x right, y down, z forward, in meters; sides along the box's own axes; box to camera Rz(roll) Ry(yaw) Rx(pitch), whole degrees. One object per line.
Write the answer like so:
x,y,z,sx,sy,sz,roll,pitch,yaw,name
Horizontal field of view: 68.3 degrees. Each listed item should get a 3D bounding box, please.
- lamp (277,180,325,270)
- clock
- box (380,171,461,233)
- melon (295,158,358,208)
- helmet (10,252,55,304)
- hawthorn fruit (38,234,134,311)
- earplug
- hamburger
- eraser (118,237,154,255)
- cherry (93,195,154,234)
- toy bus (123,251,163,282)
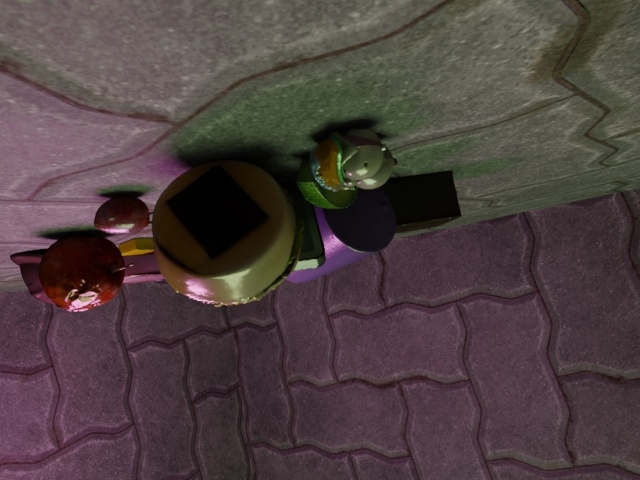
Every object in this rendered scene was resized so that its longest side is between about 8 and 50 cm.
-0.138,-0.031,1.088,0.267,0.269,0.047,-6,137,-8,lamp
0.065,-0.150,0.899,0.144,0.103,0.231,-13,175,18,clock
0.253,-0.102,1.410,0.273,0.143,0.184,-9,173,-8,box
0.016,-0.125,1.038,0.064,0.118,0.209,-6,171,30,melon
-0.924,0.139,1.717,0.271,0.197,0.338,-10,175,34,helmet
-0.689,0.092,1.436,0.272,0.241,0.242,-9,174,4,hawthorn fruit
0.000,0.000,1.348,0.215,0.215,0.456,-5,164,-31,earplug
-0.181,-0.013,0.927,0.302,0.302,0.170,-9,153,-3,hamburger
-0.654,0.023,1.706,0.122,0.045,0.097,-13,173,37,eraser
-0.413,-0.065,1.102,0.225,0.090,0.107,-15,167,-38,cherry
-0.760,0.113,1.992,0.303,0.127,0.147,-4,169,-36,toy bus
